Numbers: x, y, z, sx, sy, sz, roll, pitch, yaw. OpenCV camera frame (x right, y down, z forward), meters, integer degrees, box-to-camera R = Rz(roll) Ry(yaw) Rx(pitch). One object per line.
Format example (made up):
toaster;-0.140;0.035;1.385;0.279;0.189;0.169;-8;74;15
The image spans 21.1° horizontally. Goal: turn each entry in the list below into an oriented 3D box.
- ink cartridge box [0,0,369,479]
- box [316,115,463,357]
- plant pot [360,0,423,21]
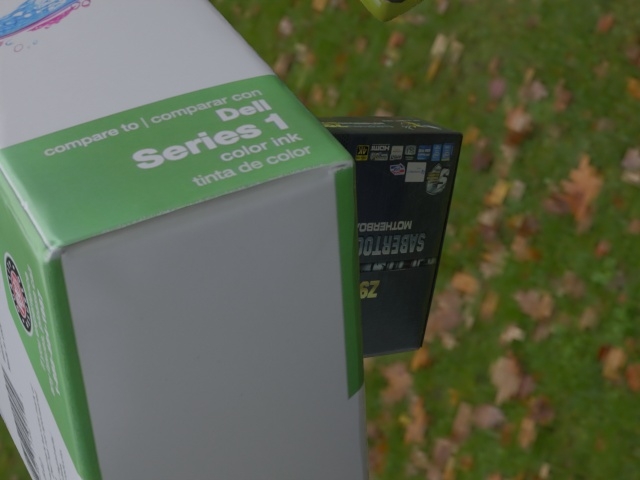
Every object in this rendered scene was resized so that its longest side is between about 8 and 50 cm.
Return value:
ink cartridge box;-0.092;-0.007;0.714;0.278;0.117;0.201;51;153;47
box;0.000;0.000;1.300;0.059;0.233;0.183;24;108;42
plant pot;0.056;-0.265;0.911;0.227;0.228;0.207;-31;25;26
